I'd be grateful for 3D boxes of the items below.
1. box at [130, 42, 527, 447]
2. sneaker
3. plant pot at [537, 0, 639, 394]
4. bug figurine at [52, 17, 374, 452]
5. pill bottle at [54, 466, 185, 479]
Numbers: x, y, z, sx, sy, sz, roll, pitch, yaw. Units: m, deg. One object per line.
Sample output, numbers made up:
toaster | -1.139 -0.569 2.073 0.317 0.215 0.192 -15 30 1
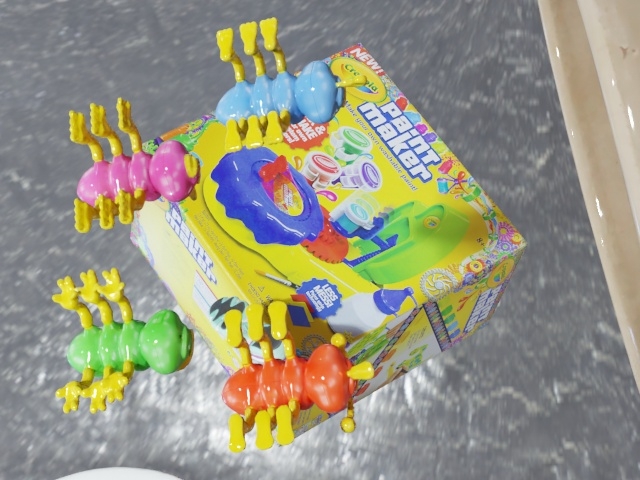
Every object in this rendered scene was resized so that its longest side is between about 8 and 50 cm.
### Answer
box | 0.000 0.000 1.505 0.279 0.177 0.290 -28 67 -24
sneaker | -0.057 0.093 1.280 0.038 0.098 0.069 -38 135 -16
plant pot | 0.210 -0.053 0.534 0.229 0.263 0.263 -15 101 7
bug figurine | -0.069 0.004 0.955 0.216 0.072 0.279 -7 73 18
pill bottle | -0.083 0.293 0.918 0.224 0.392 0.224 -4 62 8
